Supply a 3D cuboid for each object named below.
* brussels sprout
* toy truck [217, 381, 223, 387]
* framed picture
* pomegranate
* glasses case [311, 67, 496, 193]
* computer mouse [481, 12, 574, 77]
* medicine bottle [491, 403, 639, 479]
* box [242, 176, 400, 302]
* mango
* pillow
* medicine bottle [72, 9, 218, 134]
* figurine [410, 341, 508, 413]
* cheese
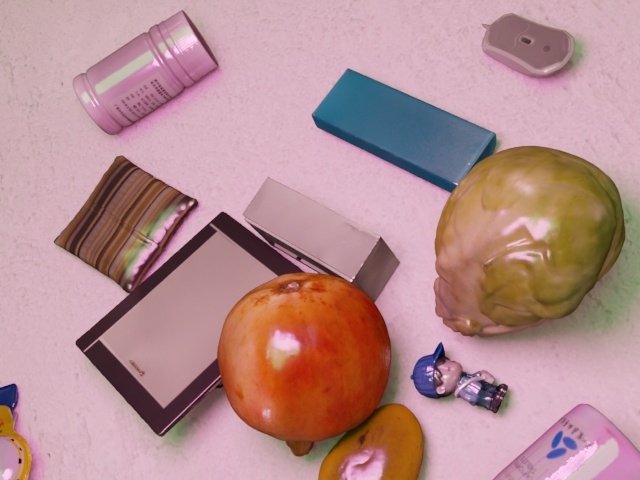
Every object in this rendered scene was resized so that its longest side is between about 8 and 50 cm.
[{"bbox_3d":[0.291,0.001,1.190,0.242,0.316,0.274,28,59,-5],"label":"brussels sprout"},{"bbox_3d":[-0.233,0.194,1.396,0.201,0.074,0.088,-3,60,19],"label":"toy truck"},{"bbox_3d":[-0.207,0.122,1.381,0.347,0.016,0.265,-44,53,-16],"label":"framed picture"},{"bbox_3d":[-0.025,0.185,1.226,0.229,0.252,0.271,15,116,49],"label":"pomegranate"},{"bbox_3d":[0.139,-0.181,1.415,0.301,0.070,0.117,30,76,28],"label":"glasses case"},{"bbox_3d":[0.342,-0.321,1.402,0.181,0.056,0.089,35,82,35],"label":"computer mouse"},{"bbox_3d":[0.304,0.347,1.102,0.254,0.152,0.152,-41,62,1],"label":"medicine bottle"},{"bbox_3d":[0.000,0.000,1.353,0.225,0.129,0.086,30,82,26],"label":"box"},{"bbox_3d":[0.075,0.324,1.221,0.137,0.098,0.195,18,71,29],"label":"mango"},{"bbox_3d":[-0.358,-0.034,1.533,0.212,0.052,0.208,30,78,25],"label":"pillow"},{"bbox_3d":[-0.330,-0.317,1.590,0.249,0.133,0.133,-33,63,6],"label":"medicine bottle"},{"bbox_3d":[0.203,0.214,1.244,0.136,0.077,0.079,32,117,12],"label":"figurine"},{"bbox_3d":[-0.562,0.365,1.444,0.156,0.064,0.250,-20,52,10],"label":"cheese"}]
